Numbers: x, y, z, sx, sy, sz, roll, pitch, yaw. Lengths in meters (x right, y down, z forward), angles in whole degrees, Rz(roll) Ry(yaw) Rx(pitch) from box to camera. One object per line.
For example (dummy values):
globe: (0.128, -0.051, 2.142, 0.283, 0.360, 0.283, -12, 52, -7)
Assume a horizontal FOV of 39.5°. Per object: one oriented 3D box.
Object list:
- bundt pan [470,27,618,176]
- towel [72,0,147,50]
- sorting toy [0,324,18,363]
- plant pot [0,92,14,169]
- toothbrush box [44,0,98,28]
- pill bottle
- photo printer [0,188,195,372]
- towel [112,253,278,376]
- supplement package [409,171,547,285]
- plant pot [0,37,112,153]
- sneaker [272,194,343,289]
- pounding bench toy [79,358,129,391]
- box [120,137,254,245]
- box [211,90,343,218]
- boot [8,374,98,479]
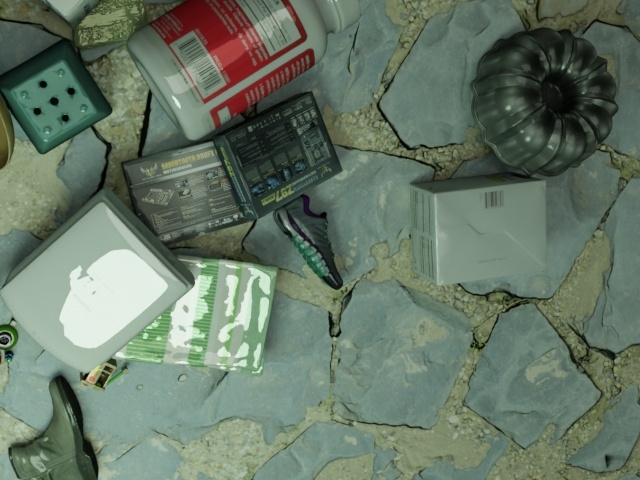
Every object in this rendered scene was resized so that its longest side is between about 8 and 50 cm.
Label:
bundt pan: (0.494, -0.308, 1.901, 0.331, 0.124, 0.331, 2, 82, -17)
towel: (-0.406, -0.427, 1.701, 0.148, 0.027, 0.110, -13, 103, -14)
sorting toy: (-0.632, 0.219, 1.754, 0.061, 0.042, 0.102, 36, 89, -20)
plant pot: (-0.615, -0.237, 1.584, 0.032, 0.236, 0.236, -37, 111, -36)
toothbrush box: (-0.506, -0.520, 1.538, 0.295, 0.216, 0.126, 43, 87, -13)
pill bottle: (-0.137, -0.386, 1.684, 0.407, 0.229, 0.229, -34, 108, -8)
photo printer: (-0.435, 0.090, 1.699, 0.307, 0.107, 0.256, -39, 105, 8)
towel: (-0.263, 0.149, 1.807, 0.325, 0.038, 0.248, 7, 107, -6)
supplement package: (0.342, -0.031, 1.945, 0.262, 0.145, 0.204, -8, 103, -16)
plant pot: (-0.479, -0.253, 1.604, 0.165, 0.234, 0.166, -33, 109, -8)
sneaker: (0.000, 0.000, 1.884, 0.098, 0.083, 0.224, -40, 109, -11)
pounding bench toy: (-0.440, 0.275, 1.818, 0.083, 0.052, 0.065, 28, 92, -20)
box: (-0.265, -0.098, 1.794, 0.231, 0.056, 0.183, -17, 104, -13)
box: (-0.083, -0.173, 1.799, 0.232, 0.059, 0.183, -32, 109, -28)
boot: (-0.556, 0.407, 1.799, 0.161, 0.083, 0.246, -14, 103, -8)
